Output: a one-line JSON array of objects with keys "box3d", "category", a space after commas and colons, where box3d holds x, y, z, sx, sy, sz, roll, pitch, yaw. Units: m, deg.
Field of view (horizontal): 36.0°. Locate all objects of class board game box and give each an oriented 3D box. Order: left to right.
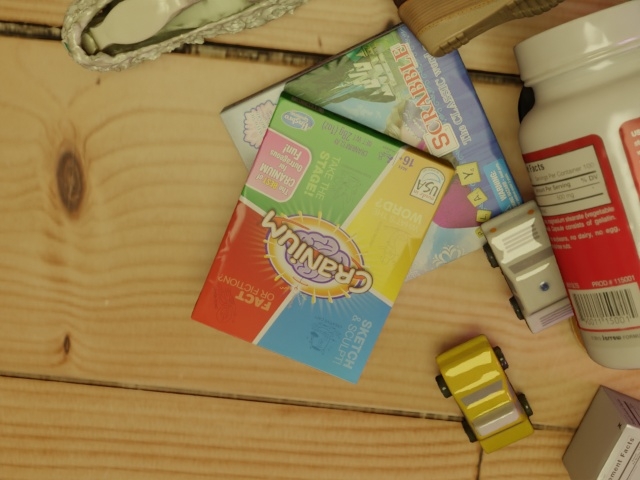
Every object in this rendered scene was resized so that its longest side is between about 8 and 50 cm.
[{"box3d": [0.000, 0.000, 1.280, 0.242, 0.064, 0.317, 22, 105, -5], "category": "board game box"}, {"box3d": [0.076, -0.100, 1.321, 0.318, 0.066, 0.319, -25, 103, 7], "category": "board game box"}]

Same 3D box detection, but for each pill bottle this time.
[{"box3d": [0.377, -0.070, 1.193, 0.229, 0.229, 0.408, -18, 93, 5], "category": "pill bottle"}]

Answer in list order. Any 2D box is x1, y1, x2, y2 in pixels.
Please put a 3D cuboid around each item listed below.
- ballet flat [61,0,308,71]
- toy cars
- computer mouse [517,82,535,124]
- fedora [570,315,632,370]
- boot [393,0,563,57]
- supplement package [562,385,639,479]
[{"box3d": [-0.142, -0.313, 1.237, 0.408, 0.147, 0.147, -25, 103, 6], "category": "ballet flat"}, {"box3d": [0.263, 0.140, 1.338, 0.176, 0.087, 0.394, 10, 115, -11], "category": "toy cars"}, {"box3d": [0.326, -0.109, 1.329, 0.071, 0.041, 0.242, -22, 104, 5], "category": "computer mouse"}, {"box3d": [0.442, 0.097, 1.361, 0.194, 0.079, 0.194, 0, 104, 1], "category": "fedora"}, {"box3d": [0.193, -0.360, 1.196, 0.248, 0.090, 0.207, -25, 73, 11], "category": "boot"}, {"box3d": [0.491, 0.328, 1.391, 0.244, 0.134, 0.139, 23, 104, -5], "category": "supplement package"}]
